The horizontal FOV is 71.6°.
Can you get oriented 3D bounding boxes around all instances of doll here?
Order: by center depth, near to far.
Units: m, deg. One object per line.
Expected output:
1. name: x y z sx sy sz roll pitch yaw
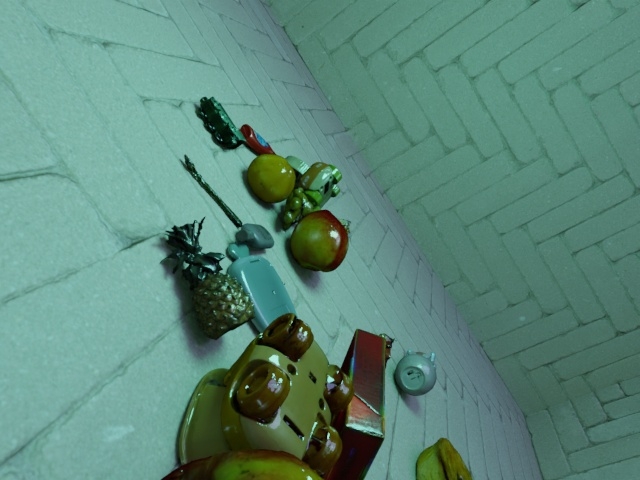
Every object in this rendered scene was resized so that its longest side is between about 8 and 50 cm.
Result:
1. doll: -0.071 -0.098 1.424 0.097 0.137 0.209 14 14 -1
2. doll: 0.360 0.477 1.635 0.150 0.151 0.287 64 15 12

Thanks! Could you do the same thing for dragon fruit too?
1. dragon fruit: 0.219 0.377 1.494 0.122 0.092 0.192 61 21 5

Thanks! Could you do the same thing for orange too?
1. orange: -0.148 -0.195 1.380 0.159 0.136 0.158 49 24 -31

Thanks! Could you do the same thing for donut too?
1. donut: 0.386 0.759 1.334 0.303 0.110 0.302 50 21 -27

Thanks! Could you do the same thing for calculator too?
1. calculator: -0.139 0.128 1.088 0.298 0.041 0.186 61 21 8

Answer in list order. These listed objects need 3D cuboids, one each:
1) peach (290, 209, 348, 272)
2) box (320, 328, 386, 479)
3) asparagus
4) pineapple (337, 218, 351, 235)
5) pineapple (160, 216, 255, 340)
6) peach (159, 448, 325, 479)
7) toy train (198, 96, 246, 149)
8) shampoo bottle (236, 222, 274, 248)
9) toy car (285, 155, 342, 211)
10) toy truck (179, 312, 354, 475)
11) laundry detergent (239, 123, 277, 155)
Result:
1. peach: 0.000 0.000 1.380 0.197 0.198 0.197 48 23 -28
2. box: 0.079 0.379 1.019 0.089 0.197 0.313 18 26 -1
3. asparagus: -0.278 -0.125 1.148 0.023 0.022 0.232 -46 113 -23
4. pineapple: 0.020 -0.008 1.552 0.176 0.162 0.136 -21 118 -72
5. pineapple: -0.231 0.071 0.881 0.251 0.125 0.125 59 20 14
6. peach: -0.052 0.434 0.455 0.416 0.339 0.353 63 21 -2
7. toy train: -0.303 -0.357 1.352 0.170 0.071 0.111 57 11 -2
8. shampoo bottle: -0.174 -0.011 1.168 0.080 0.040 0.165 52 11 8
9. toy car: -0.051 -0.215 1.606 0.235 0.145 0.235 37 -17 13
10. toy truck: -0.084 0.285 0.766 0.204 0.212 0.288 53 25 -17
11. laundry detergent: -0.212 -0.336 1.555 0.165 0.049 0.097 36 27 -51
